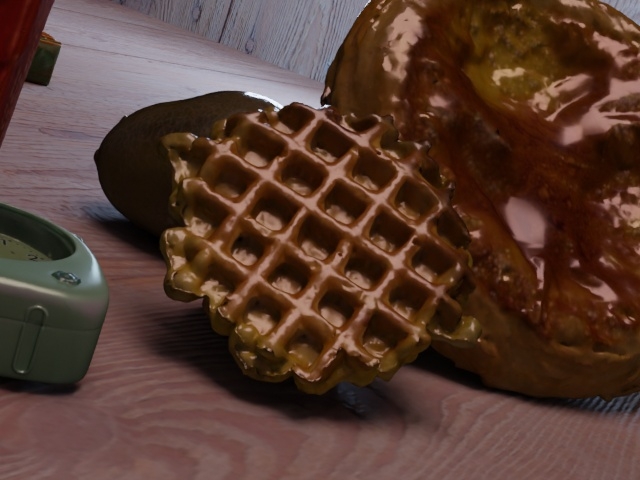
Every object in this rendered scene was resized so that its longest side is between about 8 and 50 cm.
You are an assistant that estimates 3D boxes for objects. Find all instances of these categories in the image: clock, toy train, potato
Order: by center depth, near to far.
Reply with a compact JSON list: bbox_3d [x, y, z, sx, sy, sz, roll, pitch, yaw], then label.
[{"bbox_3d":[-0.220,0.016,0.710,0.159,0.066,0.211,15,12,-19],"label":"clock"},{"bbox_3d":[-0.099,-0.062,1.053,0.235,0.160,0.178,10,-19,29],"label":"potato"},{"bbox_3d":[-0.467,-0.280,1.648,0.188,0.072,0.099,8,22,-44],"label":"toy train"}]

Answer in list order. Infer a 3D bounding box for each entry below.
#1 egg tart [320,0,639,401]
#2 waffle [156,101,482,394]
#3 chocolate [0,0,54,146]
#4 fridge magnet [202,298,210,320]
[{"bbox_3d":[0.180,-0.049,1.072,0.443,0.443,0.178,14,-27,-23],"label":"egg tart"},{"bbox_3d":[0.000,0.000,0.814,0.243,0.058,0.237,-6,58,-22],"label":"waffle"},{"bbox_3d":[-0.340,-0.147,0.875,0.238,0.234,0.108,19,1,2],"label":"chocolate"},{"bbox_3d":[-0.033,0.047,0.864,0.143,0.063,0.143,20,12,-5],"label":"fridge magnet"}]
